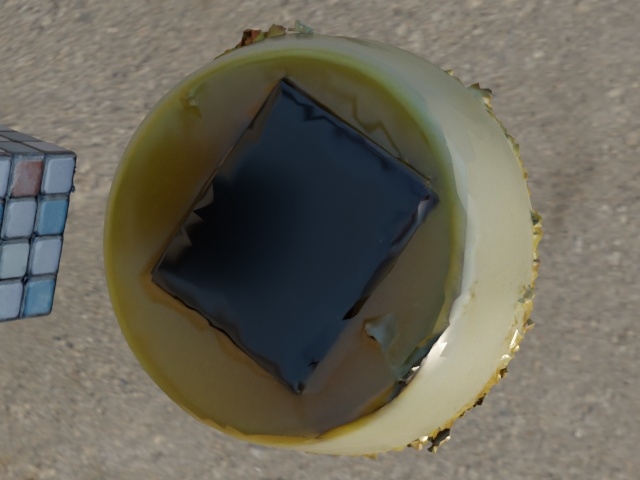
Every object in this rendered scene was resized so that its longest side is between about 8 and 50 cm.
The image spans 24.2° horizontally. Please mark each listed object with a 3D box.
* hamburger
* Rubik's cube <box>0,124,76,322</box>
[{"bbox_3d":[0.000,0.000,0.961,0.294,0.179,0.276,35,104,18],"label":"hamburger"},{"bbox_3d":[-0.194,-0.013,0.768,0.092,0.092,0.092,-5,112,-53],"label":"Rubik's cube"}]
